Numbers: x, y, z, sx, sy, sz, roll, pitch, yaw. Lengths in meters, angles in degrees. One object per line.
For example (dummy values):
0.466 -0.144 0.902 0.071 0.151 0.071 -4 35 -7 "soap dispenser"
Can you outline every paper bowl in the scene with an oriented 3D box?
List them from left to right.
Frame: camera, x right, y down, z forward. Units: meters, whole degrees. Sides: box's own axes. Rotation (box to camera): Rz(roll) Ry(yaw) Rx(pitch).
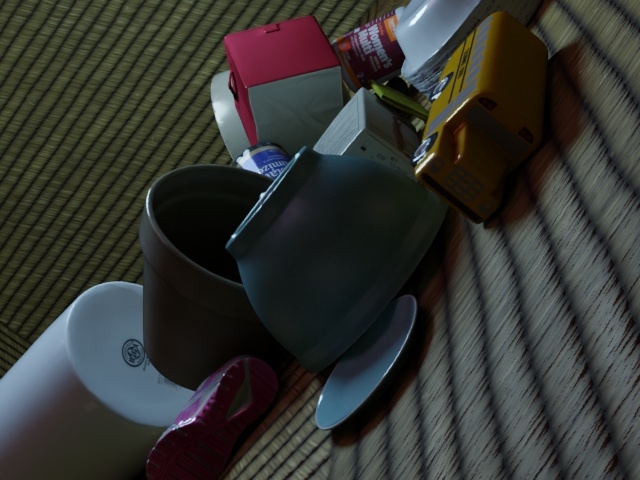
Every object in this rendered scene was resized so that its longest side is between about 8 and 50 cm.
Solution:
0.238 -0.380 1.788 0.284 0.148 0.284 -49 12 14 "paper bowl"

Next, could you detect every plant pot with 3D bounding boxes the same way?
-0.157 0.083 1.690 0.323 0.323 0.280 -72 6 -59 "plant pot"
0.000 0.000 1.403 0.293 0.196 0.293 -51 5 7 "plant pot"

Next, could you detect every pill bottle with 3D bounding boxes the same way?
-0.070 -0.071 1.942 0.123 0.123 0.219 -50 50 18 "pill bottle"
0.143 -0.388 2.101 0.221 0.121 0.121 -24 21 17 "pill bottle"

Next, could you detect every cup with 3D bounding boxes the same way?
-0.053 -0.259 2.308 0.237 0.331 0.331 -23 20 15 "cup"

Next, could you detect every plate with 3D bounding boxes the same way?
0.059 0.145 1.229 0.188 0.024 0.188 -50 11 13 "plate"

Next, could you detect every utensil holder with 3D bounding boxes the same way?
-0.423 0.301 1.959 0.385 0.327 0.328 -44 14 35 "utensil holder"

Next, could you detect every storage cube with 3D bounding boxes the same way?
-0.063 -0.294 2.045 0.193 0.215 0.184 -113 12 -47 "storage cube"

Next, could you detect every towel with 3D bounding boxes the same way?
0.139 -0.251 1.916 0.237 0.102 0.021 -101 35 -75 "towel"

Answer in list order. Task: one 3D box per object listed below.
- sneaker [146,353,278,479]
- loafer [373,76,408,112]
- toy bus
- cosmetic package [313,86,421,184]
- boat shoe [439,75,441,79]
-0.157 0.270 1.575 0.252 0.103 0.111 -46 8 4 "sneaker"
0.115 -0.263 2.100 0.076 0.078 0.223 -41 16 44 "loafer"
0.209 -0.162 1.337 0.130 0.108 0.333 -44 14 32 "toy bus"
0.074 -0.130 1.736 0.153 0.129 0.296 -51 12 18 "cosmetic package"
0.222 -0.224 1.620 0.178 0.064 0.060 -147 63 -80 "boat shoe"
